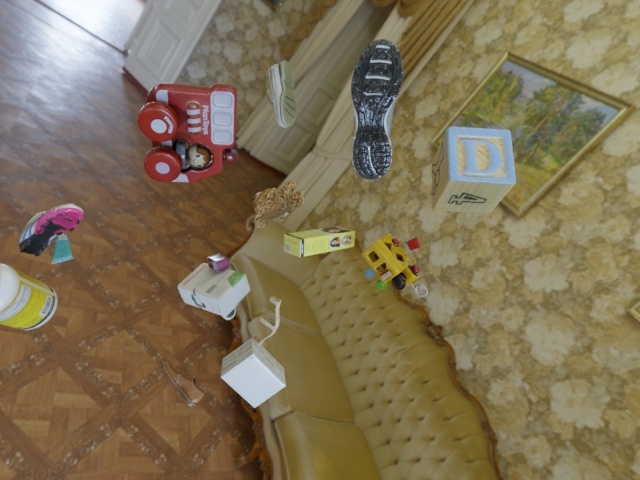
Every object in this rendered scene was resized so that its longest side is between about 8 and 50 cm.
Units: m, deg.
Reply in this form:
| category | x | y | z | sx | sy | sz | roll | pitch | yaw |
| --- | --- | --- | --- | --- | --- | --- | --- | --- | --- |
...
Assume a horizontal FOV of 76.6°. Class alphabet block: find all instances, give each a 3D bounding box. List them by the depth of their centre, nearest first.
| category | x | y | z | sx | sy | sz | roll | pitch | yaw |
| --- | --- | --- | --- | --- | --- | --- | --- | --- | --- |
| alphabet block | 0.461 | -0.213 | 1.253 | 0.193 | 0.193 | 0.197 | 6 | -21 | 3 |

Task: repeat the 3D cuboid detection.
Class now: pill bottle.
| category | x | y | z | sx | sy | sz | roll | pitch | yaw |
| --- | --- | --- | --- | --- | --- | --- | --- | --- | --- |
| pill bottle | -1.117 | 0.193 | 1.430 | 0.188 | 0.187 | 0.334 | 46 | -16 | 18 |

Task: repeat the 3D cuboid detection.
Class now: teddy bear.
| category | x | y | z | sx | sy | sz | roll | pitch | yaw |
| --- | --- | --- | --- | --- | --- | --- | --- | --- | --- |
| teddy bear | -0.192 | -0.161 | 1.763 | 0.113 | 0.245 | 0.338 | 52 | 37 | 9 |

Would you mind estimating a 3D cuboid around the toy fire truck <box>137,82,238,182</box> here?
| category | x | y | z | sx | sy | sz | roll | pitch | yaw |
| --- | --- | --- | --- | --- | --- | --- | --- | --- | --- |
| toy fire truck | -0.364 | -0.296 | 1.157 | 0.253 | 0.302 | 0.170 | 1 | 40 | -11 |

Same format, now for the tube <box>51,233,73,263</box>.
| category | x | y | z | sx | sy | sz | roll | pitch | yaw |
| --- | --- | --- | --- | --- | --- | --- | --- | --- | --- |
| tube | -1.119 | 0.038 | 1.754 | 0.080 | 0.052 | 0.207 | -22 | 37 | -20 |

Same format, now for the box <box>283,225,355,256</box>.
| category | x | y | z | sx | sy | sz | roll | pitch | yaw |
| --- | --- | --- | --- | --- | --- | --- | --- | --- | --- |
| box | 0.000 | 0.000 | 1.270 | 0.232 | 0.058 | 0.087 | -11 | 20 | -42 |

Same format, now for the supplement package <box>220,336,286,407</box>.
| category | x | y | z | sx | sy | sz | roll | pitch | yaw |
| --- | --- | --- | --- | --- | --- | --- | --- | --- | --- |
| supplement package | -0.335 | 0.662 | 2.031 | 0.262 | 0.204 | 0.145 | 52 | 5 | -21 |

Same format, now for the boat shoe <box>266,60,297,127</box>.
| category | x | y | z | sx | sy | sz | roll | pitch | yaw |
| --- | --- | --- | --- | --- | --- | --- | --- | --- | --- |
| boat shoe | -0.173 | -0.617 | 1.743 | 0.113 | 0.103 | 0.303 | 25 | 59 | -58 |

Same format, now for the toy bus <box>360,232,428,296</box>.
| category | x | y | z | sx | sy | sz | roll | pitch | yaw |
| --- | --- | --- | --- | --- | --- | --- | --- | --- | --- |
| toy bus | 0.212 | 0.083 | 1.211 | 0.202 | 0.191 | 0.104 | 11 | 23 | 32 |

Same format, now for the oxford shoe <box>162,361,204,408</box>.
| category | x | y | z | sx | sy | sz | roll | pitch | yaw |
| --- | --- | --- | --- | --- | --- | --- | --- | --- | --- |
| oxford shoe | -0.522 | 0.532 | 1.540 | 0.212 | 0.076 | 0.076 | 42 | -23 | 17 |

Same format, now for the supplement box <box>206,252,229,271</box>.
| category | x | y | z | sx | sy | sz | roll | pitch | yaw |
| --- | --- | --- | --- | --- | --- | --- | --- | --- | --- |
| supplement box | -0.398 | 0.085 | 1.573 | 0.054 | 0.043 | 0.083 | -19 | 23 | -35 |

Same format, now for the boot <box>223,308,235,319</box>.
| category | x | y | z | sx | sy | sz | roll | pitch | yaw |
| --- | --- | --- | --- | --- | --- | --- | --- | --- | --- |
| boot | -0.509 | 0.286 | 2.044 | 0.088 | 0.176 | 0.245 | -22 | 86 | -28 |

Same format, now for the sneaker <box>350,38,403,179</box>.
| category | x | y | z | sx | sy | sz | roll | pitch | yaw |
| --- | --- | --- | --- | --- | --- | --- | --- | --- | --- |
| sneaker | 0.108 | -0.271 | 0.849 | 0.100 | 0.272 | 0.108 | 5 | 21 | 1 |

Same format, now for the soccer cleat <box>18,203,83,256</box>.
| category | x | y | z | sx | sy | sz | roll | pitch | yaw |
| --- | --- | --- | --- | --- | --- | --- | --- | --- | --- |
| soccer cleat | -1.030 | -0.072 | 1.533 | 0.116 | 0.331 | 0.143 | 33 | 32 | -54 |

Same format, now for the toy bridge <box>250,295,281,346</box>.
| category | x | y | z | sx | sy | sz | roll | pitch | yaw |
| --- | --- | --- | --- | --- | --- | --- | --- | --- | --- |
| toy bridge | -0.171 | 0.275 | 1.350 | 0.063 | 0.188 | 0.026 | 32 | 16 | 21 |

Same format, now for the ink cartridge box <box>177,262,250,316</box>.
| category | x | y | z | sx | sy | sz | roll | pitch | yaw |
| --- | --- | --- | --- | --- | --- | --- | --- | --- | --- |
| ink cartridge box | -0.409 | 0.184 | 1.556 | 0.219 | 0.093 | 0.160 | 11 | 40 | 29 |
